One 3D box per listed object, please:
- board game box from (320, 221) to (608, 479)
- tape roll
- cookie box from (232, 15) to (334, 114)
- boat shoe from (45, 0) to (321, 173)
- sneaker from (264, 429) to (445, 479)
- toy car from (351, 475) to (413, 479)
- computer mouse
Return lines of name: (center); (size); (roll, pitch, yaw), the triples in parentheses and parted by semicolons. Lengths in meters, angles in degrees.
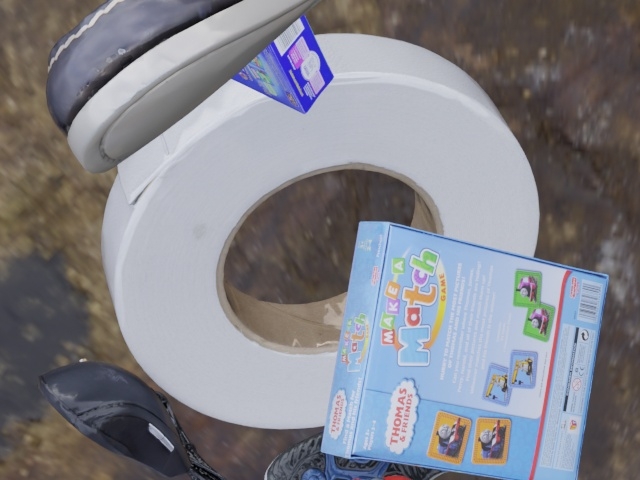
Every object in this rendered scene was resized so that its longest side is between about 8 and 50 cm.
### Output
board game box: (0.105, 0.083, 1.330); (0.039, 0.211, 0.160); (4, 83, 53)
tape roll: (0.000, 0.000, 1.673); (0.392, 0.392, 0.072); (-23, 40, 0)
cookie box: (-0.053, -0.148, 1.364); (0.107, 0.092, 0.040); (28, 71, 32)
boat shoe: (-0.034, -0.076, 0.504); (0.075, 0.206, 0.065); (-37, 97, 24)
sneaker: (0.052, 0.164, 1.463); (0.211, 0.081, 0.080); (-16, 93, -22)
toy car: (-0.065, 0.214, 1.258); (0.225, 0.053, 0.239); (27, 107, -13)
computer mouse: (-0.178, 0.145, 1.751); (0.060, 0.262, 0.184); (-49, 49, 1)
